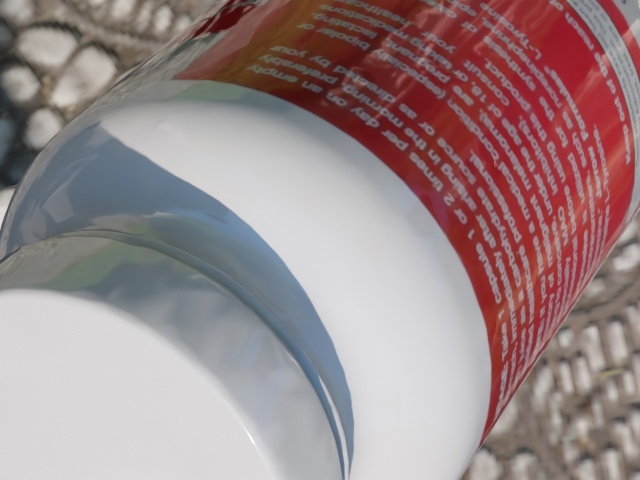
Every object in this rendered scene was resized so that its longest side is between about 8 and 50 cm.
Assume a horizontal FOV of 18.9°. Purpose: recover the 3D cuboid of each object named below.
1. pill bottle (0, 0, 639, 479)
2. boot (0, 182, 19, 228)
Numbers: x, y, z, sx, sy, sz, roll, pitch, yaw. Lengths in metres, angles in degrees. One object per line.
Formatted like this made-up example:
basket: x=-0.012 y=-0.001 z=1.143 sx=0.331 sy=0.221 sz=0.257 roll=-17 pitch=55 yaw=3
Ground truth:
pill bottle: x=0.000 y=0.000 z=0.877 sx=0.229 sy=0.229 sz=0.408 roll=55 pitch=38 yaw=-10
boot: x=-0.131 y=-0.002 z=1.150 sx=0.190 sy=0.069 sz=0.086 roll=54 pitch=42 yaw=-52
